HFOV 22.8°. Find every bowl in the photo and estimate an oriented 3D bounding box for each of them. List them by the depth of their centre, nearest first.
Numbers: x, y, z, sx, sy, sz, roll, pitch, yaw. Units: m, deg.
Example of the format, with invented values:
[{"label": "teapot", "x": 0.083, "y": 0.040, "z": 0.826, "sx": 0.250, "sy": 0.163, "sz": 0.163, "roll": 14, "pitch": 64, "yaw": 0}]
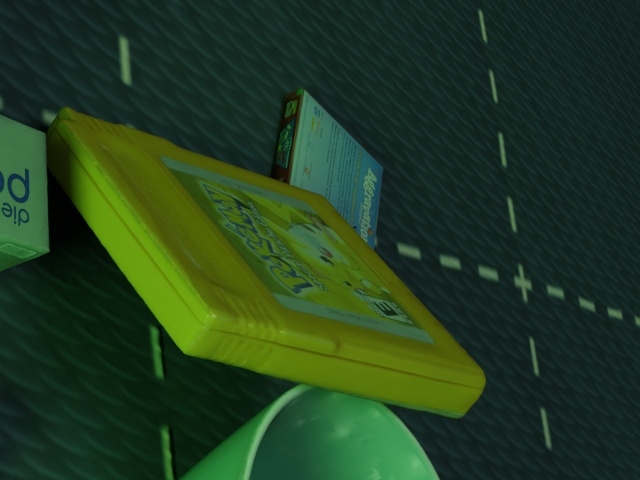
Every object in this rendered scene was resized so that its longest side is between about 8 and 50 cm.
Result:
[{"label": "bowl", "x": -0.027, "y": 0.275, "z": 1.228, "sx": 0.311, "sy": 0.163, "sz": 0.311, "roll": 32, "pitch": 49, "yaw": -46}]

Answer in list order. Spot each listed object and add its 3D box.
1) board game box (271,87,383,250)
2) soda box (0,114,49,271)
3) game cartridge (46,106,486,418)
[{"label": "board game box", "x": 0.000, "y": 0.000, "z": 1.546, "sx": 0.145, "sy": 0.027, "sz": 0.281, "roll": 41, "pitch": 42, "yaw": -37}, {"label": "soda box", "x": -0.308, "y": -0.057, "z": 1.036, "sx": 0.286, "sy": 0.091, "sz": 0.098, "roll": 23, "pitch": 55, "yaw": -50}, {"label": "game cartridge", "x": -0.047, "y": 0.016, "z": 1.276, "sx": 0.323, "sy": 0.053, "sz": 0.285, "roll": 20, "pitch": 22, "yaw": -47}]
